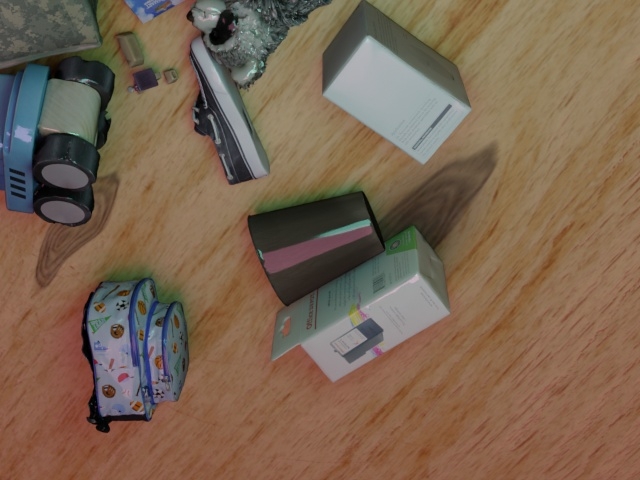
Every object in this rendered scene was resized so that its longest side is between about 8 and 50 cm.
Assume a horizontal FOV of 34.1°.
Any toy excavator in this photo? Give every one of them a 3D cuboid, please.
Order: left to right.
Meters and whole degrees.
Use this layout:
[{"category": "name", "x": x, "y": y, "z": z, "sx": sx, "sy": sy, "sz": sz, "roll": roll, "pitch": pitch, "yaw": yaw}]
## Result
[{"category": "toy excavator", "x": -0.620, "y": -0.171, "z": 1.895, "sx": 0.445, "sy": 0.222, "sz": 0.433, "roll": 11, "pitch": 152, "yaw": -10}]

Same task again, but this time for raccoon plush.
[{"category": "raccoon plush", "x": -0.003, "y": -0.410, "z": 1.801, "sx": 0.447, "sy": 0.216, "sz": 0.299, "roll": 6, "pitch": 126, "yaw": -3}]

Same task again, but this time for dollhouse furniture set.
[{"category": "dollhouse furniture set", "x": -0.337, "y": -0.332, "z": 1.947, "sx": 0.081, "sy": 0.091, "sz": 0.114, "roll": -16, "pitch": 98, "yaw": 54}]

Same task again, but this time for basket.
[{"category": "basket", "x": 0.000, "y": 0.000, "z": 2.048, "sx": 0.227, "sy": 0.154, "sz": 0.204, "roll": -22, "pitch": 114, "yaw": 8}]

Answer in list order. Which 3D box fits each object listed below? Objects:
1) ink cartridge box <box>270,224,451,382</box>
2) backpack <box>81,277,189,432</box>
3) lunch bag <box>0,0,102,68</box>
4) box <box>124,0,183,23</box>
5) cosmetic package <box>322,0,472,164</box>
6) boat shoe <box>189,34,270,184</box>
[{"category": "ink cartridge box", "x": 0.077, "y": 0.143, "z": 2.087, "sx": 0.354, "sy": 0.207, "sz": 0.119, "roll": -32, "pitch": 112, "yaw": 18}, {"category": "backpack", "x": -0.379, "y": 0.210, "z": 2.110, "sx": 0.213, "sy": 0.276, "sz": 0.263, "roll": -12, "pitch": 111, "yaw": 2}, {"category": "lunch bag", "x": -0.538, "y": -0.424, "z": 1.757, "sx": 0.287, "sy": 0.168, "sz": 0.235, "roll": -13, "pitch": 143, "yaw": -2}, {"category": "box", "x": -0.321, "y": -0.476, "z": 1.825, "sx": 0.109, "sy": 0.042, "sz": 0.178, "roll": -25, "pitch": 135, "yaw": 15}, {"category": "cosmetic package", "x": 0.127, "y": -0.283, "z": 1.845, "sx": 0.225, "sy": 0.224, "sz": 0.138, "roll": 34, "pitch": 113, "yaw": -16}, {"category": "boat shoe", "x": -0.194, "y": -0.236, "z": 1.948, "sx": 0.102, "sy": 0.108, "sz": 0.301, "roll": -18, "pitch": 124, "yaw": 9}]
